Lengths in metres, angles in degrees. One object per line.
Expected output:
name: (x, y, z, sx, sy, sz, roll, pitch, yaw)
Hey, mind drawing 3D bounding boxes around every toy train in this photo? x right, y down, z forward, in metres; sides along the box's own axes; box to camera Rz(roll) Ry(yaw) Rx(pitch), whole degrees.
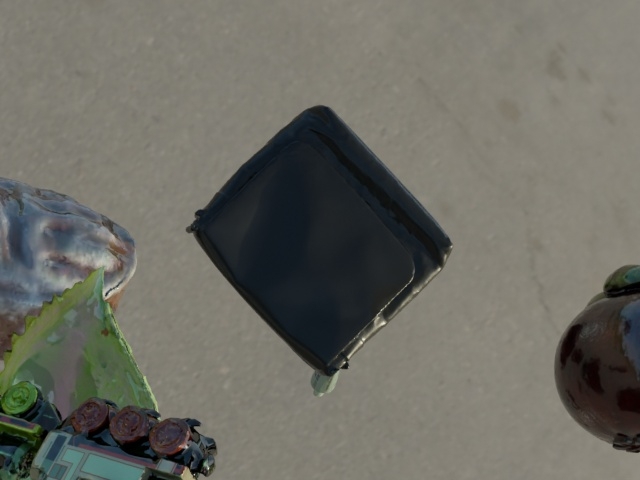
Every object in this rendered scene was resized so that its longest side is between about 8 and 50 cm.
toy train: (-0.187, 0.134, 0.857, 0.053, 0.250, 0.085, 75, 31, -49)

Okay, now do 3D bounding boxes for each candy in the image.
candy: (-0.349, 0.031, 1.384, 0.290, 0.157, 0.214, 8, 35, -25)

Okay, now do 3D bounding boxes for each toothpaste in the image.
toothpaste: (0.024, 0.178, 2.034, 0.041, 0.218, 0.064, 8, 46, -13)

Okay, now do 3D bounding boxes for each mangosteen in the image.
mangosteen: (0.311, 0.101, 1.210, 0.200, 0.200, 0.199, 27, 42, -27)

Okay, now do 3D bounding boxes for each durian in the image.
durian: (-0.174, 0.217, 1.123, 0.157, 0.169, 0.355, -30, 90, -39)

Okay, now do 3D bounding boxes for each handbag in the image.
handbag: (0.000, 0.000, 1.470, 0.223, 0.080, 0.247, -44, 94, -10)
